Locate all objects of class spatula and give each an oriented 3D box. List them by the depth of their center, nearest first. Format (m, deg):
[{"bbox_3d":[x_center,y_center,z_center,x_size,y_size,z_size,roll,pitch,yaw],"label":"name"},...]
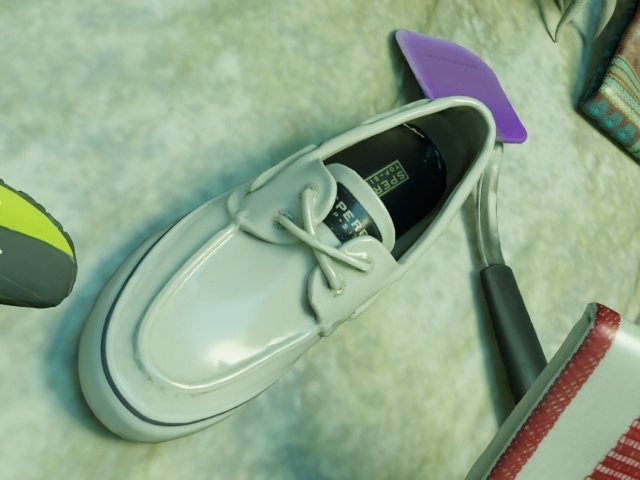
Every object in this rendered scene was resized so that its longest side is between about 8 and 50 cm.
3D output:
[{"bbox_3d":[0.111,-0.007,0.556,0.084,0.030,0.296,3,68,-35],"label":"spatula"}]

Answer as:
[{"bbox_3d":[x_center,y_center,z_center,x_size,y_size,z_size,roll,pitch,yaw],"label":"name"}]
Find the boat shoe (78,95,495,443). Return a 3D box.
[{"bbox_3d":[0.000,0.000,0.444,0.268,0.088,0.096,-32,90,-38],"label":"boat shoe"}]

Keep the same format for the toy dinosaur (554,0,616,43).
[{"bbox_3d":[0.201,-0.261,0.559,0.313,0.121,0.160,34,50,-72],"label":"toy dinosaur"}]

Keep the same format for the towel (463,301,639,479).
[{"bbox_3d":[0.194,0.199,0.385,0.329,0.237,0.037,29,15,-5],"label":"towel"}]

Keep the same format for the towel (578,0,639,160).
[{"bbox_3d":[0.404,-0.111,0.745,0.370,0.040,0.271,34,72,-17],"label":"towel"}]

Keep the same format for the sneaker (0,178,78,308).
[{"bbox_3d":[-0.230,0.029,0.287,0.300,0.111,0.121,-3,85,-31],"label":"sneaker"}]
